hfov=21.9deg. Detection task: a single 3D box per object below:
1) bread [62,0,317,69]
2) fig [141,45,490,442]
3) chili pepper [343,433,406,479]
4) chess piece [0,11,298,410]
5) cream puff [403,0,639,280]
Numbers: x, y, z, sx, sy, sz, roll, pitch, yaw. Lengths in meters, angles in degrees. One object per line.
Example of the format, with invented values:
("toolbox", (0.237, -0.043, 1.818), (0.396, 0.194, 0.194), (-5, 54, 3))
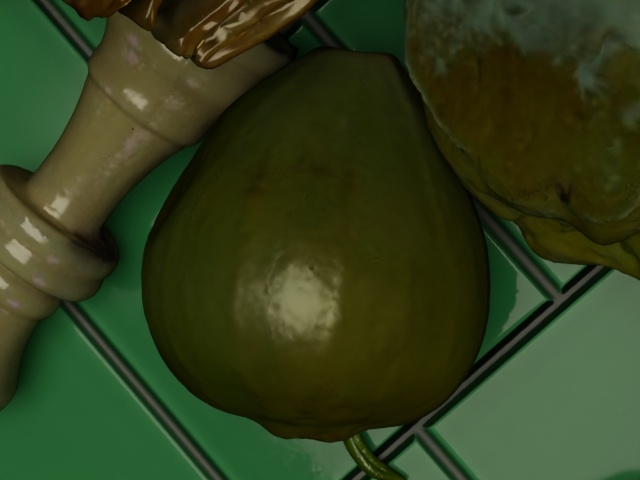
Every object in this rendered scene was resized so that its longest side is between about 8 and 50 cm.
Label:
("bread", (-0.051, -0.241, 0.899), (0.314, 0.370, 0.191), (-43, 108, 3))
("fig", (-0.007, 0.006, 0.985), (0.207, 0.207, 0.230), (-19, 68, 12))
("chili pepper", (0.028, 0.125, 1.071), (0.030, 0.017, 0.083), (-20, 88, 10))
("chess piece", (-0.179, -0.001, 1.064), (0.117, 0.117, 0.397), (40, 102, 7))
("cream puff", (0.239, -0.137, 0.906), (0.378, 0.275, 0.378), (-2, 88, 45))
